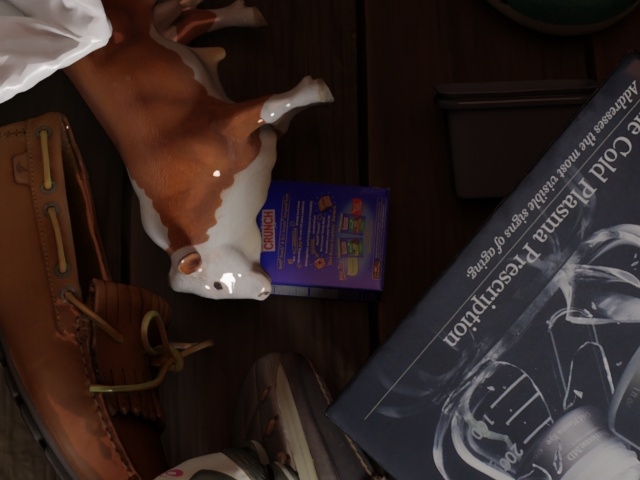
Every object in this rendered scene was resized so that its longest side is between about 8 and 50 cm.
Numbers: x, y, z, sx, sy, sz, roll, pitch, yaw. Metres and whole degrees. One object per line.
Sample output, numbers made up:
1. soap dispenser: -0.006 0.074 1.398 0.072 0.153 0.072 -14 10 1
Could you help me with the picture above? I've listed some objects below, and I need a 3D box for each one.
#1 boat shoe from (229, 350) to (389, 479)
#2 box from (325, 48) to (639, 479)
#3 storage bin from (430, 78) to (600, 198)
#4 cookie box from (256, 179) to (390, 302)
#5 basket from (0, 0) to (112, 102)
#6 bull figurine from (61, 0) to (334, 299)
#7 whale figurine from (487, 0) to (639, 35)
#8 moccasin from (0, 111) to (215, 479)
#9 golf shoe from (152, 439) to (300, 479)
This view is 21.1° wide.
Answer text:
1. boat shoe: 0.029 0.251 1.297 0.130 0.132 0.355 -6 67 -29
2. box: 0.241 0.098 1.241 0.312 0.179 0.343 41 98 14
3. storage bin: 0.160 -0.084 1.413 0.135 0.098 0.091 -1 100 -1
4. cookie box: 0.000 0.000 1.404 0.107 0.040 0.092 5 71 1
5. basket: -0.390 -0.230 1.303 0.331 0.266 0.328 -31 111 -10
6. bull figurine: -0.098 -0.100 1.385 0.188 0.101 0.310 -34 67 -2
7. whale figurine: 0.237 -0.304 1.450 0.216 0.141 0.272 40 76 12
8. moccasin: -0.171 0.072 1.341 0.147 0.139 0.380 -26 65 1
9. golf shoe: -0.081 0.280 1.236 0.120 0.105 0.273 -5 102 -34
